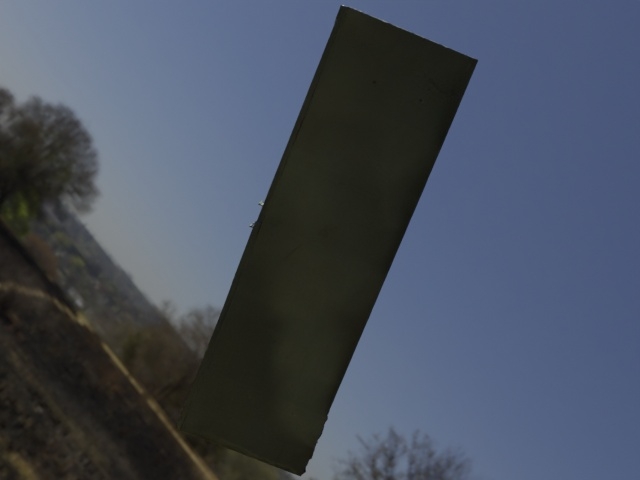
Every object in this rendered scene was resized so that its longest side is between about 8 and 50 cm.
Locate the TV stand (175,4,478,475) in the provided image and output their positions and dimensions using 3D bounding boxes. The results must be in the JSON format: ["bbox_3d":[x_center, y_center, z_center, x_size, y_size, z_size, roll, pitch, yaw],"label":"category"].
[{"bbox_3d":[0.000,0.000,0.654,0.088,0.269,0.083,22,5,-3],"label":"TV stand"}]
